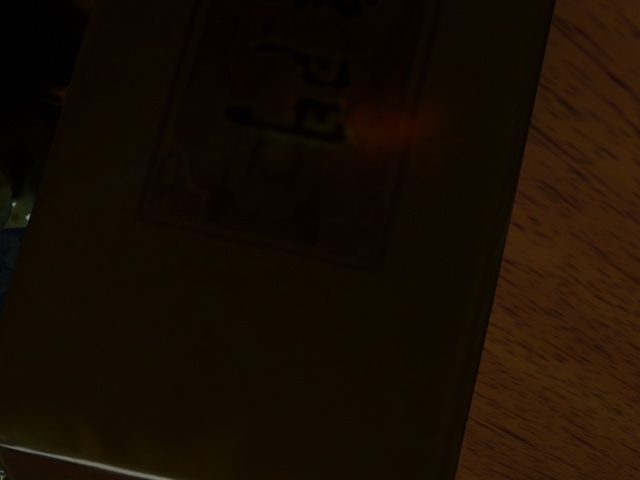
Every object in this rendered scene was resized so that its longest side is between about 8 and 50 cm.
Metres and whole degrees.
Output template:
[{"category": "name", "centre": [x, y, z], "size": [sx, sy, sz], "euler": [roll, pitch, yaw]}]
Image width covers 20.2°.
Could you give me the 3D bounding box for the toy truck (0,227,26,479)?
[{"category": "toy truck", "centre": [-0.203, 0.064, 1.188], "size": [0.175, 0.146, 0.367], "euler": [25, 158, -14]}]

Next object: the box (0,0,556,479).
[{"category": "box", "centre": [-0.001, 0.000, 0.619], "size": [0.116, 0.264, 0.415], "euler": [11, 161, 3]}]

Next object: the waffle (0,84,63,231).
[{"category": "waffle", "centre": [-0.240, -0.048, 0.807], "size": [0.292, 0.056, 0.309], "euler": [12, -167, 10]}]
